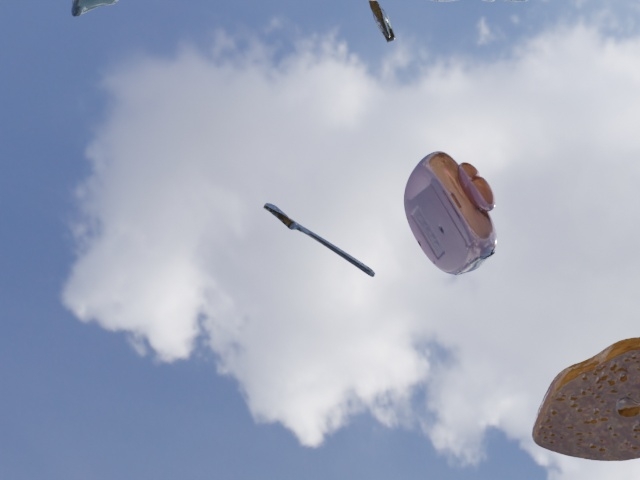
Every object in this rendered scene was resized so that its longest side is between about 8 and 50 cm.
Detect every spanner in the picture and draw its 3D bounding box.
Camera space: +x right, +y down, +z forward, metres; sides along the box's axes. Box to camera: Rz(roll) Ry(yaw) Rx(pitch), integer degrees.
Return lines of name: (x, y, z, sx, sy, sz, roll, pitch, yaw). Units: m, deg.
spanner: (0.000, 0.000, 1.483, 0.012, 0.208, 0.046, -54, -150, 7)
spanner: (0.050, -0.469, 1.729, 0.024, 0.316, 0.087, -24, -167, 10)

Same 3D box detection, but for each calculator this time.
calculator: (0.110, -0.022, 0.905, 0.024, 0.166, 0.103, -27, -101, -16)

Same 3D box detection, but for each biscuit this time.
biscuit: (0.323, 0.168, 1.105, 0.221, 0.142, 0.029, -37, -161, 28)

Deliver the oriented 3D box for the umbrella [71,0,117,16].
umbrella: (-0.116, -0.167, 0.461, 0.094, 0.143, 0.349, 27, -156, -1)
